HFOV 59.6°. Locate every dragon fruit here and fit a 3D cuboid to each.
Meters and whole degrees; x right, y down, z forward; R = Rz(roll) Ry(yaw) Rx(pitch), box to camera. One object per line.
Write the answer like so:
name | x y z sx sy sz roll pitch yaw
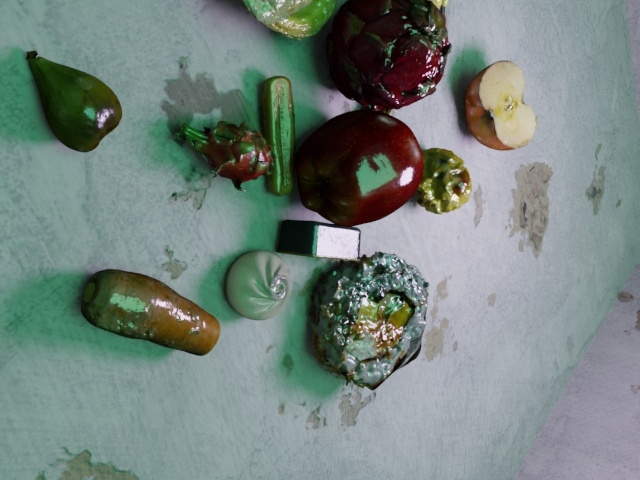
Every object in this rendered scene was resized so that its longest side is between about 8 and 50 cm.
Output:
dragon fruit | 0.166 -0.481 1.409 0.329 0.329 0.330 -8 103 -42
dragon fruit | -0.206 -0.194 1.225 0.235 0.137 0.135 10 119 -42

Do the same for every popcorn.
popcorn | 0.365 -0.183 1.742 0.189 0.218 0.169 -42 169 -11

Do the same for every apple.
apple | 0.585 -0.442 1.901 0.251 0.163 0.293 -27 101 -28
apple | 0.096 -0.186 1.406 0.316 0.288 0.288 -30 116 -34

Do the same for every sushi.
sushi | 0.141 0.222 1.593 0.417 0.175 0.418 -10 107 -34

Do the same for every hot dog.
hot dog | -0.103 -0.251 1.360 0.087 0.061 0.286 -7 103 -39

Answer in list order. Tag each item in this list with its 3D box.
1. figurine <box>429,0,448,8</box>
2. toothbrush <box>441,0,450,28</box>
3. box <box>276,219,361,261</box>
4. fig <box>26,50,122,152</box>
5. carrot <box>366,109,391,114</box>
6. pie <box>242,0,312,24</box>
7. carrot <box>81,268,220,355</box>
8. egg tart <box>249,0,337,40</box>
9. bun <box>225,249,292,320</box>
figurine | 0.322 -0.755 1.629 0.235 0.127 0.155 -47 161 -32
toothbrush | 0.396 -0.840 1.749 0.028 0.037 0.376 -12 106 -41
box | 0.000 0.000 1.444 0.200 0.144 0.090 6 89 -42
fig | -0.447 -0.253 1.000 0.133 0.126 0.185 -46 130 -12
carrot | 0.190 -0.407 1.607 0.069 0.069 0.229 48 64 -37
pie | -0.091 -0.563 1.144 0.248 0.090 0.201 -44 119 -32
carrot | -0.344 0.150 1.161 0.301 0.138 0.139 31 76 -48
egg tart | -0.092 -0.616 1.273 0.314 0.120 0.315 -6 99 -41
bun | -0.137 0.110 1.350 0.172 0.119 0.173 -6 98 -42
